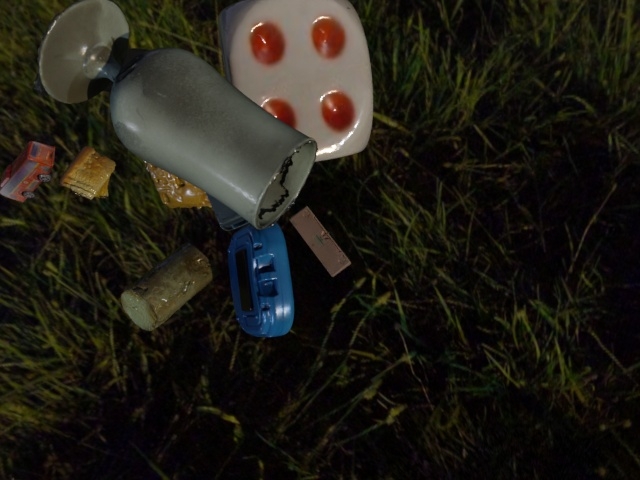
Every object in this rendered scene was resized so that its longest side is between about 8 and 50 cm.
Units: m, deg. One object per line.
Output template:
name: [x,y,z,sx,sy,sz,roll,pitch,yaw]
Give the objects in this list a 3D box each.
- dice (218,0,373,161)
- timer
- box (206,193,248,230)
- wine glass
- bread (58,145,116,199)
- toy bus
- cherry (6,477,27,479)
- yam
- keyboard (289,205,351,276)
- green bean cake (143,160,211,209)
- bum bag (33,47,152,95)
dice: [-0.057,-0.317,1.105,0.276,0.304,0.304,-9,12,-11]
timer: [-0.183,0.114,1.588,0.115,0.309,0.340,-5,84,-26]
box: [-0.147,-0.070,0.866,0.074,0.054,0.099,-24,89,4]
wine glass: [-0.118,-0.107,0.460,0.231,0.103,0.103,33,72,11]
bread: [-0.741,-0.178,1.701,0.140,0.160,0.169,29,54,-10]
toy bus: [-0.685,-0.159,1.257,0.192,0.077,0.065,-29,56,35]
cherry: [-0.468,0.476,0.798,0.212,0.286,0.236,-1,17,-28]
yam: [-0.484,0.143,1.730,0.168,0.168,0.304,29,59,35]
keyboard: [0.000,0.000,1.162,0.055,0.017,0.166,-38,70,2]
green bean cake: [-0.341,-0.199,1.439,0.224,0.230,0.131,-3,32,15]
bum bag: [-0.394,-0.313,0.976,0.060,0.248,0.123,48,117,4]
